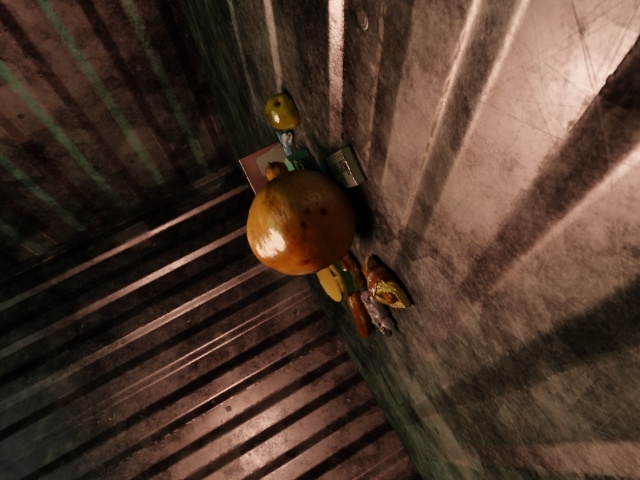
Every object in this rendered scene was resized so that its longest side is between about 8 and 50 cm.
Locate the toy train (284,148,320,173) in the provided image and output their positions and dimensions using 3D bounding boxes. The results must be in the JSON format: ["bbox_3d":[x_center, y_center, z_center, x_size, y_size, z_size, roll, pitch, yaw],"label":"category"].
[{"bbox_3d":[-0.065,-0.251,1.774,0.204,0.112,0.163,61,163,0],"label":"toy train"}]

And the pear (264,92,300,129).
[{"bbox_3d":[-0.146,-0.460,1.645,0.141,0.103,0.141,59,173,11],"label":"pear"}]

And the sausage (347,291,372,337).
[{"bbox_3d":[0.193,0.363,2.161,0.103,0.076,0.302,49,163,49],"label":"sausage"}]

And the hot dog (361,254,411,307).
[{"bbox_3d":[0.203,0.152,1.538,0.261,0.093,0.123,48,162,53],"label":"hot dog"}]

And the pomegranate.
[{"bbox_3d":[-0.075,-0.087,1.544,0.410,0.409,0.410,58,169,19],"label":"pomegranate"}]

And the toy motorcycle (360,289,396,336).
[{"bbox_3d":[0.223,0.273,1.811,0.225,0.073,0.152,57,166,31],"label":"toy motorcycle"}]

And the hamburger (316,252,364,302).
[{"bbox_3d":[0.083,0.138,1.937,0.237,0.148,0.237,49,159,27],"label":"hamburger"}]

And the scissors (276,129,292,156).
[{"bbox_3d":[-0.145,-0.423,1.913,0.125,0.030,0.256,64,172,-6],"label":"scissors"}]

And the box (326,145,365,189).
[{"bbox_3d":[0.075,-0.217,1.378,0.115,0.035,0.177,63,169,-8],"label":"box"}]

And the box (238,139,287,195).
[{"bbox_3d":[-0.241,-0.330,2.123,0.086,0.214,0.215,-115,0,-71],"label":"box"}]
